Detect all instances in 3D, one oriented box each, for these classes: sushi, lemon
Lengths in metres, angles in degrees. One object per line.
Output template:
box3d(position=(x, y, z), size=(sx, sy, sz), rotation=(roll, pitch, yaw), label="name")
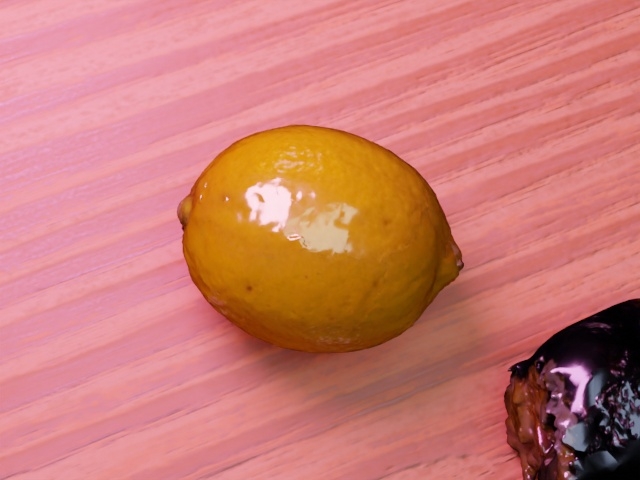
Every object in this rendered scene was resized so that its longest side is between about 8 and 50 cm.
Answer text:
box3d(position=(0.301, 0.174, 1.275), size=(0.204, 0.200, 0.213), rotation=(-4, 75, -10), label="sushi")
box3d(position=(-0.005, -0.001, 1.250), size=(0.263, 0.236, 0.236), rotation=(38, 74, -13), label="lemon")
